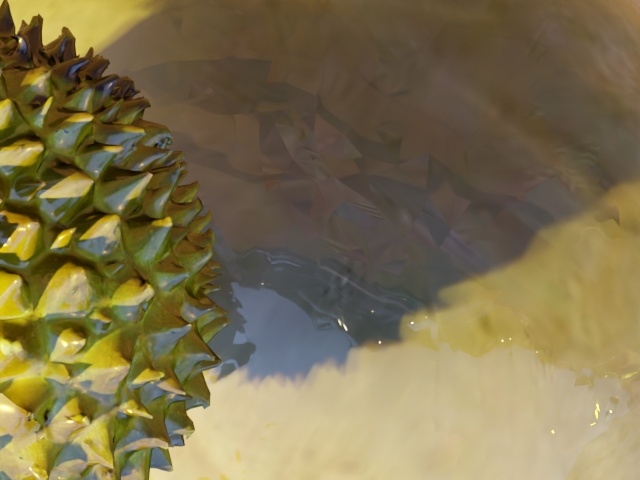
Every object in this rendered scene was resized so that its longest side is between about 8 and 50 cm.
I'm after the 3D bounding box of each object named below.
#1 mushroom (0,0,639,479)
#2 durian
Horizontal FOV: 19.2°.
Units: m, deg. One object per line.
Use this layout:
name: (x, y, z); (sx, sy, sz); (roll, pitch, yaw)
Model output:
mushroom: (0.000, 0.000, 0.779); (0.352, 0.352, 0.260); (13, 154, -9)
durian: (-0.116, 0.010, 0.493); (0.198, 0.159, 0.146); (14, -170, -28)
